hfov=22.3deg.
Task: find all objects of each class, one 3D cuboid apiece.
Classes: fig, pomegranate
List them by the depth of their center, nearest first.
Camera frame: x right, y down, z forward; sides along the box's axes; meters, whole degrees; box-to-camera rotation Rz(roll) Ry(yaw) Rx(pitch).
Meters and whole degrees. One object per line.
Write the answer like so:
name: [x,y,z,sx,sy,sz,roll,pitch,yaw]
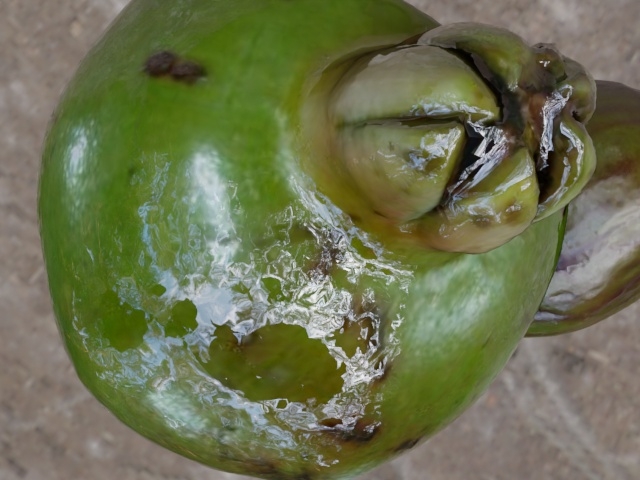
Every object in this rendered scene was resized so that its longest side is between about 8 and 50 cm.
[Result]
pomegranate: [0.004,0.008,0.579,0.241,0.159,0.190,5,150,37]
fig: [0.091,-0.005,0.709,0.155,0.103,0.109,-22,137,-6]
